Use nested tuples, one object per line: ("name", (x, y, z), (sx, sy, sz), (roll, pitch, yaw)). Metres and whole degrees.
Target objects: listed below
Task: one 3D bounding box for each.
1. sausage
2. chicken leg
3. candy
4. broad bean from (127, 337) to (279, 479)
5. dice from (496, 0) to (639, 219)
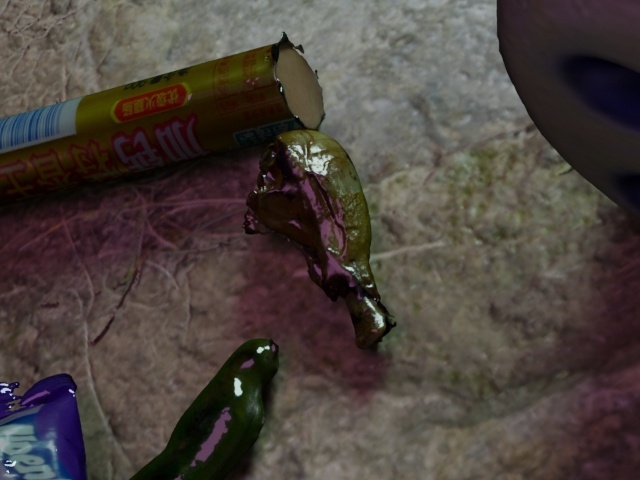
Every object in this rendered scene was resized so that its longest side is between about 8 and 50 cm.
("sausage", (-0.181, -0.081, 1.065), (0.372, 0.082, 0.082), (-13, 61, 21))
("chicken leg", (0.000, 0.000, 0.948), (0.093, 0.070, 0.178), (-32, 66, 9))
("candy", (-0.205, 0.180, 0.869), (0.145, 0.070, 0.275), (-13, 34, -16))
("broad bean", (-0.150, 0.170, 0.941), (0.292, 0.049, 0.144), (-23, 54, 16))
("dice", (0.296, -0.132, 0.715), (0.304, 0.304, 0.277), (28, 81, 34))
